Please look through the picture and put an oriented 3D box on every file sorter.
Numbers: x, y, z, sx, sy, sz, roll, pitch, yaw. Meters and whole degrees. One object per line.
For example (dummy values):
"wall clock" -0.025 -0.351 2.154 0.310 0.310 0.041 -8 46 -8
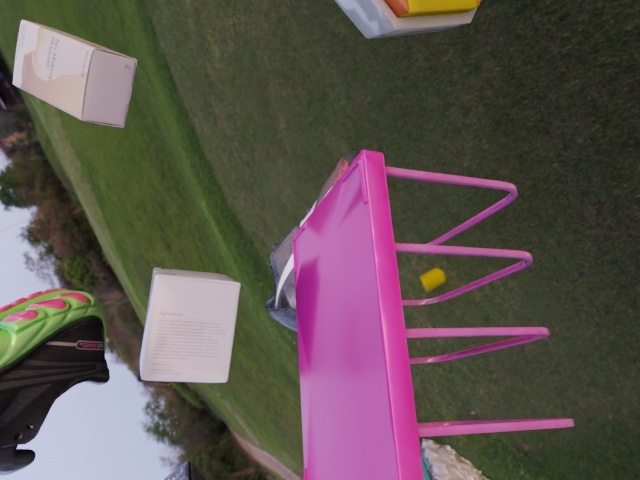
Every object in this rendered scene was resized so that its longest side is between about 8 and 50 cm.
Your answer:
"file sorter" 0.093 0.102 0.453 0.202 0.182 0.291 135 135 -61

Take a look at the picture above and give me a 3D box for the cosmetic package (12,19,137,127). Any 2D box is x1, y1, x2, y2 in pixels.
"cosmetic package" -0.212 -0.143 0.412 0.115 0.041 0.060 26 107 29

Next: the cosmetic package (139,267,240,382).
"cosmetic package" -0.247 0.153 0.904 0.151 0.151 0.184 -174 93 -69

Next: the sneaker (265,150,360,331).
"sneaker" 0.000 0.000 0.663 0.135 0.276 0.097 4 160 37

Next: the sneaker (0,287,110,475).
"sneaker" -0.461 0.237 0.581 0.185 0.482 0.203 -1 112 41

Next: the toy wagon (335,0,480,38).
"toy wagon" 0.060 -0.357 0.402 0.068 0.267 0.345 12 117 50

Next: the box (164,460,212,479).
"box" -0.160 0.499 0.788 0.233 0.059 0.183 56 175 -25

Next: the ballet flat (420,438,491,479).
"ballet flat" 0.205 0.377 0.471 0.409 0.146 0.147 -101 -4 -59
